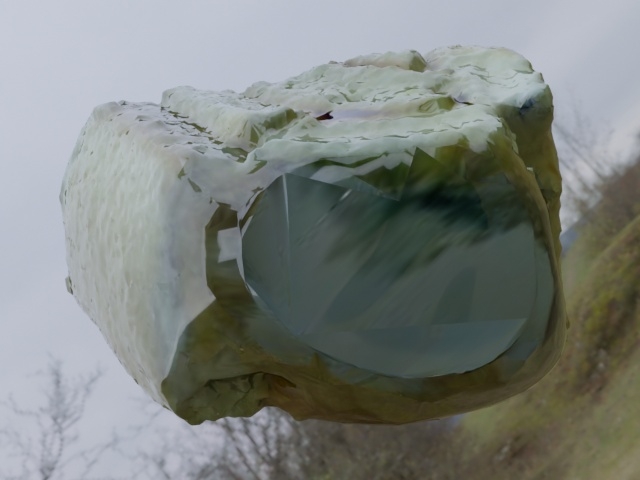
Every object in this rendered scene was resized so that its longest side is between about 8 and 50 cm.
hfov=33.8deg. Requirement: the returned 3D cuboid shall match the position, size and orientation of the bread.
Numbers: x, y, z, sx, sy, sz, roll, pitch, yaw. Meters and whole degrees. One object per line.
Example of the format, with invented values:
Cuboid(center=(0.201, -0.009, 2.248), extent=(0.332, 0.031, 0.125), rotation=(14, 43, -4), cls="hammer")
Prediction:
Cuboid(center=(-0.008, 0.002, 0.769), extent=(0.396, 0.239, 0.264), rotation=(-8, 18, -4), cls="bread")
